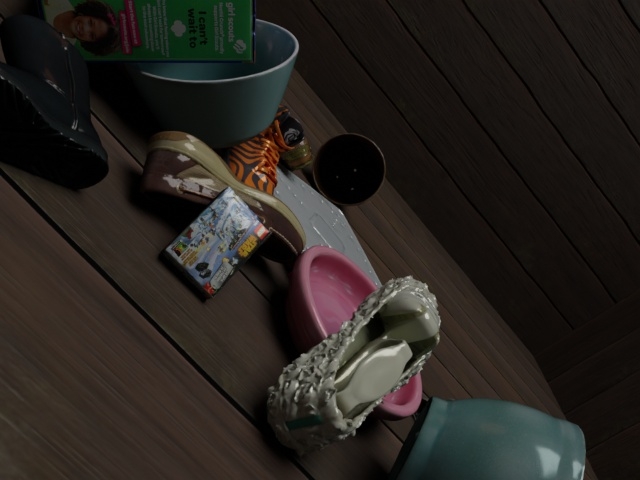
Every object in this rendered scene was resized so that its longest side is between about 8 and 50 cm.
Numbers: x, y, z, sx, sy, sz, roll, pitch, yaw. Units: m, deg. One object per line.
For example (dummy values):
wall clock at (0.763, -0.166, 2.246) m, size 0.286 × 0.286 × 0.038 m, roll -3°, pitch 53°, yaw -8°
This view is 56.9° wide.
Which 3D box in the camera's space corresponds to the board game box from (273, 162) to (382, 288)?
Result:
board game box at (0.000, 0.000, 1.364) m, size 0.390 × 0.050 × 0.390 m, roll 34°, pitch 24°, yaw -48°

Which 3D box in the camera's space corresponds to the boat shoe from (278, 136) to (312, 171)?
boat shoe at (-0.080, -0.225, 1.512) m, size 0.104 × 0.111 × 0.307 m, roll 61°, pitch 2°, yaw -9°

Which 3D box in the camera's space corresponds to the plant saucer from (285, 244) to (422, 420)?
plant saucer at (0.050, 0.166, 1.032) m, size 0.332 × 0.084 × 0.332 m, roll 44°, pitch 24°, yaw -25°

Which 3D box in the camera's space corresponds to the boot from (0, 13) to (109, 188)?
boot at (-0.357, -0.191, 0.684) m, size 0.246 × 0.094 × 0.207 m, roll 39°, pitch 23°, yaw -59°

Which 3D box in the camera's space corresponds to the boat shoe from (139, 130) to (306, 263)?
boat shoe at (-0.148, -0.029, 0.939) m, size 0.342 × 0.123 × 0.123 m, roll 43°, pitch 47°, yaw -46°

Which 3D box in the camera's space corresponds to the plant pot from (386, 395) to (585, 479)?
plant pot at (0.204, 0.344, 0.833) m, size 0.196 × 0.293 × 0.293 m, roll 27°, pitch 11°, yaw 12°

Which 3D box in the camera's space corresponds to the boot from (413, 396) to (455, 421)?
boot at (0.288, 0.403, 1.238) m, size 0.190 × 0.076 × 0.208 m, roll 44°, pitch 3°, yaw 27°

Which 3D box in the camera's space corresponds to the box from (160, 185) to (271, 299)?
box at (-0.144, 0.002, 0.833) m, size 0.094 × 0.027 × 0.137 m, roll 49°, pitch 59°, yaw -15°

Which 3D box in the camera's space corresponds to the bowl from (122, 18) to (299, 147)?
bowl at (-0.196, -0.282, 1.079) m, size 0.311 × 0.312 × 0.163 m, roll -110°, pitch -162°, yaw -49°

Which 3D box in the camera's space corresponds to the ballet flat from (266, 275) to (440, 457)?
ballet flat at (0.094, 0.159, 0.836) m, size 0.147 × 0.147 × 0.409 m, roll 53°, pitch 43°, yaw 3°

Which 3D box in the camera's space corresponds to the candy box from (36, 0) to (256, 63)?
candy box at (-0.280, -0.400, 0.991) m, size 0.268 × 0.317 × 0.122 m, roll -108°, pitch -163°, yaw -50°

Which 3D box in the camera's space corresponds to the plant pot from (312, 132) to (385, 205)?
plant pot at (0.088, -0.205, 1.844) m, size 0.215 × 0.215 × 0.230 m, roll 53°, pitch 1°, yaw 3°

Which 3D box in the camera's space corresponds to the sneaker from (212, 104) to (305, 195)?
sneaker at (-0.108, -0.168, 1.153) m, size 0.321 × 0.180 × 0.124 m, roll 65°, pitch 4°, yaw 38°
